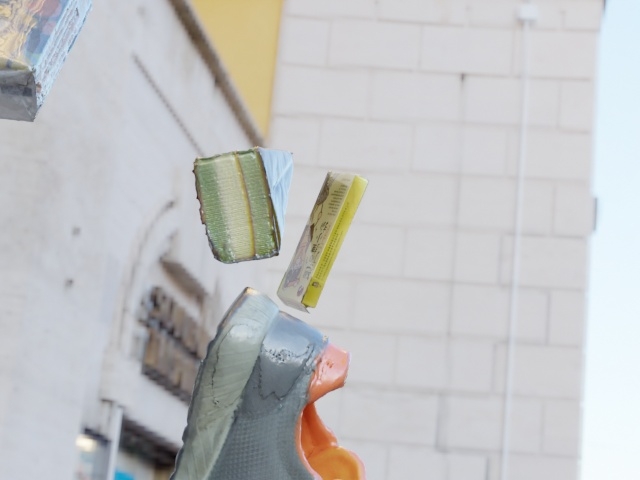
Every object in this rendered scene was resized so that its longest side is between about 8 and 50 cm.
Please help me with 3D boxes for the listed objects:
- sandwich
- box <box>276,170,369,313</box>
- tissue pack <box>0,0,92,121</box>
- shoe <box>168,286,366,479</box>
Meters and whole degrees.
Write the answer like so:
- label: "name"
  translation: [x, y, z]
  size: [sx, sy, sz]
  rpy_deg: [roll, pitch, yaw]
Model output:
- label: "sandwich"
  translation: [-0.072, -0.037, 1.490]
  size: [0.079, 0.114, 0.163]
  rpy_deg: [-9, 1, 10]
- label: "box"
  translation: [0.000, 0.000, 1.425]
  size: [0.020, 0.149, 0.073]
  rpy_deg: [25, -6, -23]
- label: "tissue pack"
  translation: [-0.250, -0.162, 1.090]
  size: [0.108, 0.148, 0.060]
  rpy_deg: [8, -45, 7]
- label: "shoe"
  translation: [-0.045, 0.217, 1.272]
  size: [0.171, 0.337, 0.132]
  rpy_deg: [18, 20, 5]
